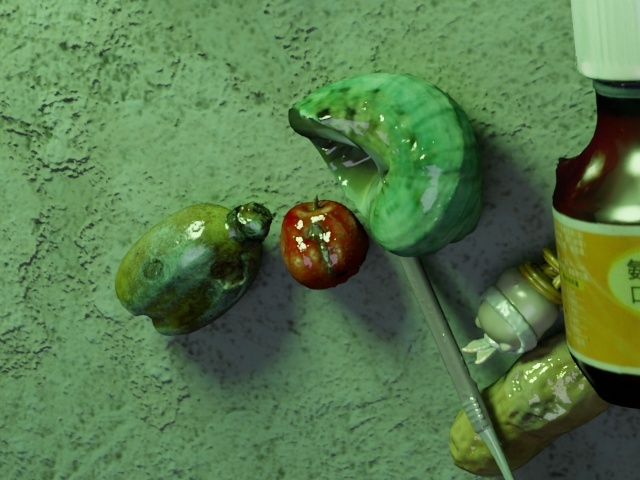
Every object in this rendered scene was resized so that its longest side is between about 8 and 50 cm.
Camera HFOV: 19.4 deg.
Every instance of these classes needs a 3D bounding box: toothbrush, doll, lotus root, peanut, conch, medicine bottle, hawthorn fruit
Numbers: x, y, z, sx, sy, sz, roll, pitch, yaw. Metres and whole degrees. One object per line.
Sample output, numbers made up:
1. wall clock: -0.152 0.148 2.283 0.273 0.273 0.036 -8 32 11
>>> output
1. toothbrush: 0.135 0.147 1.753 0.024 0.029 0.354 -38 71 54
2. doll: 0.188 0.068 1.749 0.127 0.084 0.073 -48 58 11
3. lotus root: -0.120 0.021 1.841 0.113 0.088 0.192 40 122 -20
4. peanut: 0.203 0.154 1.782 0.099 0.099 0.214 47 128 -5
5. conch: 0.073 -0.069 1.704 0.176 0.122 0.188 -14 108 48
6. medicine bottle: 0.299 -0.068 1.561 0.242 0.242 0.395 -7 103 24
7. hawthorn fruit: 0.000 0.000 1.787 0.093 0.093 0.093 9 117 17
